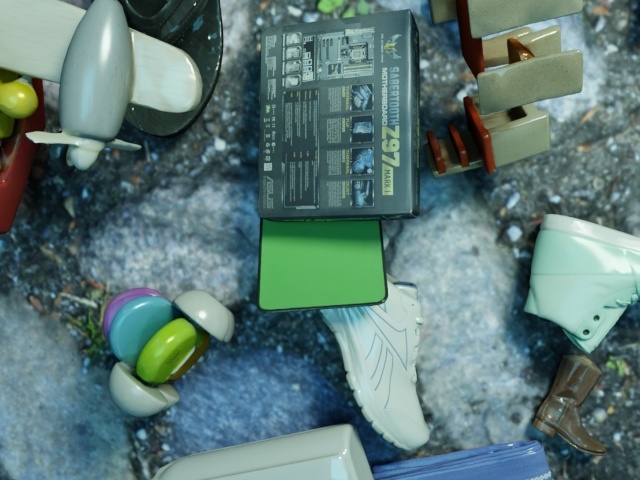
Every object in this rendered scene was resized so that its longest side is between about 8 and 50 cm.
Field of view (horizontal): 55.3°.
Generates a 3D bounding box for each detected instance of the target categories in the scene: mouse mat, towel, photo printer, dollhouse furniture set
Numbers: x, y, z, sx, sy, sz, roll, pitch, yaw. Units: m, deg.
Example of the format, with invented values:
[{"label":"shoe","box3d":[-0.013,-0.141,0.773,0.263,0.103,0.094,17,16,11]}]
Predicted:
[{"label":"mouse mat","box3d":[0.000,0.000,0.741,0.153,0.007,0.189,-4,55,5]},{"label":"towel","box3d":[0.212,0.443,0.836,0.243,0.040,0.335,-13,98,4]},{"label":"photo printer","box3d":[-0.068,0.385,0.790,0.308,0.107,0.256,-15,96,15]},{"label":"dollhouse furniture set","box3d":[0.163,-0.201,0.652,0.135,0.262,0.259,-13,128,8]}]

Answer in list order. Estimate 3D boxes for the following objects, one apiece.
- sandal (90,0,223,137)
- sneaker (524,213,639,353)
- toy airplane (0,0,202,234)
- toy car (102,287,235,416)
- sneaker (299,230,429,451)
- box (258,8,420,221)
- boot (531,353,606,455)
[{"label":"sandal","box3d":[-0.192,-0.348,0.717,0.168,0.107,0.445,9,98,3]},{"label":"sneaker","box3d":[0.377,0.073,0.738,0.256,0.094,0.151,16,93,12]},{"label":"toy airplane","box3d":[-0.365,-0.207,0.615,0.386,0.272,0.384,-24,111,22]},{"label":"toy car","box3d":[-0.199,0.117,0.748,0.136,0.182,0.159,40,80,4]},{"label":"sneaker","box3d":[0.079,0.123,0.764,0.129,0.111,0.297,-23,96,2]},{"label":"box","box3d":[0.022,-0.139,0.717,0.184,0.059,0.232,-2,87,18]},{"label":"boot","box3d":[0.344,0.211,0.792,0.106,0.037,0.114,24,94,-2]}]
